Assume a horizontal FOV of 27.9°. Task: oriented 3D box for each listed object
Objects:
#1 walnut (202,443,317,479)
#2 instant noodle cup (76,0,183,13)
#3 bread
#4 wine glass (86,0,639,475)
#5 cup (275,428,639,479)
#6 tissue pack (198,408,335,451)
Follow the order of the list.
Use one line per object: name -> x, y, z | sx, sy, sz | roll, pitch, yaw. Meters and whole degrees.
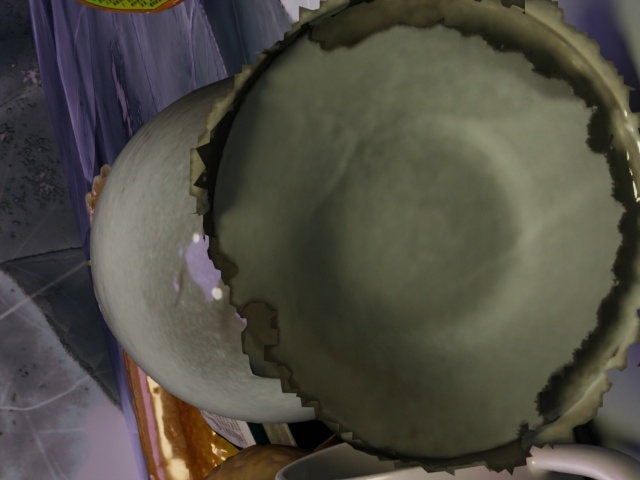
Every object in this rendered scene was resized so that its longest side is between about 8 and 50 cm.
walnut -> -0.013, 0.203, 0.797 | 0.184, 0.155, 0.155 | 44, -164, -48
instant noodle cup -> -0.160, -0.302, 1.036 | 0.168, 0.168, 0.185 | 95, 166, -46
bread -> -0.082, 0.075, 1.002 | 0.119, 0.152, 0.288 | 117, 140, -75
wine glass -> -0.004, 0.000, 0.595 | 0.357, 0.190, 0.190 | 169, 90, -76
cup -> 0.079, 0.153, 0.565 | 0.134, 0.173, 0.142 | -6, -98, -74
tissue pack -> -0.051, 0.062, 0.853 | 0.103, 0.090, 0.170 | 26, 144, 42
